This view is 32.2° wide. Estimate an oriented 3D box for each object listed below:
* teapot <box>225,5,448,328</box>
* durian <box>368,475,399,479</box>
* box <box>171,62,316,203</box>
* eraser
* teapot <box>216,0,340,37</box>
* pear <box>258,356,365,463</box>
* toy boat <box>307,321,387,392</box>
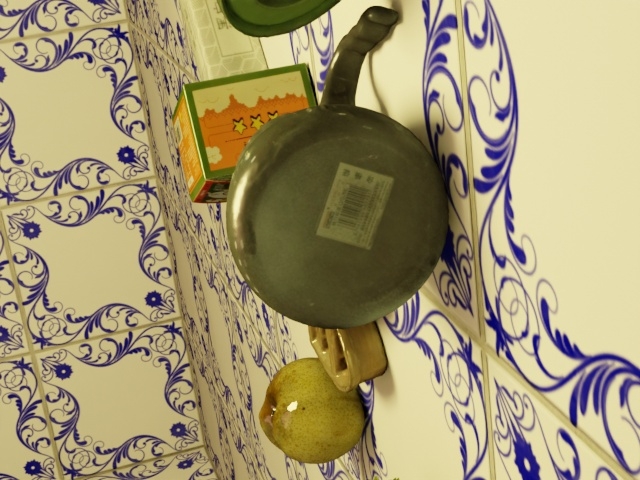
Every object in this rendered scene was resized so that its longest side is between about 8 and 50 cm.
[{"bbox_3d":[-0.008,-0.082,1.197,0.285,0.223,0.305,-130,27,-75],"label":"teapot"},{"bbox_3d":[0.066,0.438,1.324,0.291,0.224,0.291,172,90,-84],"label":"durian"},{"bbox_3d":[-0.104,-0.145,1.578,0.195,0.177,0.148,148,109,-75],"label":"box"},{"bbox_3d":[-0.157,-0.319,1.793,0.096,0.098,0.404,115,140,-68],"label":"eraser"},{"bbox_3d":[-0.092,-0.391,1.165,0.337,0.270,0.200,49,122,25],"label":"teapot"},{"bbox_3d":[-0.013,0.254,1.653,0.167,0.136,0.167,-173,90,-72],"label":"pear"},{"bbox_3d":[0.037,0.135,1.512,0.188,0.061,0.116,-126,29,-59],"label":"toy boat"}]
